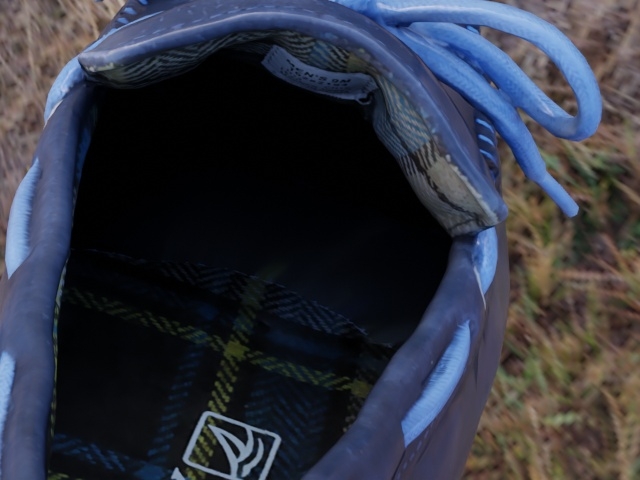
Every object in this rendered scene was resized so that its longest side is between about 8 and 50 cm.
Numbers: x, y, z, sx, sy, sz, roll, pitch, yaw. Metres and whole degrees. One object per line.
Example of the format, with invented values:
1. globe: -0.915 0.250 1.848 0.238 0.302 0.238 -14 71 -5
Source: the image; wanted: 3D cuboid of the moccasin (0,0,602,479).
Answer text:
1. moccasin: 0.000 0.000 0.429 0.138 0.342 0.117 14 127 -5
